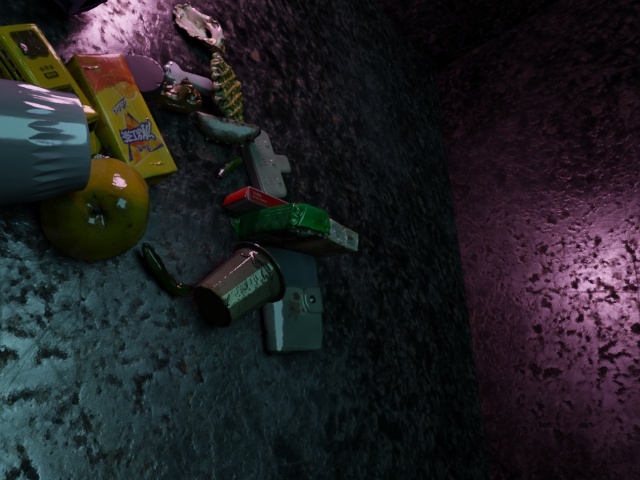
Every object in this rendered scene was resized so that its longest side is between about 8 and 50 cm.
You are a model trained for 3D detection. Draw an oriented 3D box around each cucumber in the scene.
[{"bbox_3d":[-0.310,-0.242,1.618,0.037,0.037,0.155,55,36,-17],"label":"cucumber"}]

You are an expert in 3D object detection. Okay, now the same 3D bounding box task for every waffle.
[{"bbox_3d":[-0.329,-0.518,1.682,0.204,0.054,0.223,46,35,-70],"label":"waffle"}]

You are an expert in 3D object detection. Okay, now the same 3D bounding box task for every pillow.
[{"bbox_3d":[-0.314,-0.366,1.634,0.241,0.051,0.093,8,82,-31],"label":"pillow"}]

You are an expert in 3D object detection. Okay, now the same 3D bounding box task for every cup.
[{"bbox_3d":[-0.652,-0.181,0.904,0.371,0.253,0.253,-9,79,-39],"label":"cup"}]

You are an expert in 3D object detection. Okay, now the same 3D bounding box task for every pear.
[{"bbox_3d":[-0.487,-0.069,1.112,0.267,0.178,0.267,-4,96,-40],"label":"pear"}]

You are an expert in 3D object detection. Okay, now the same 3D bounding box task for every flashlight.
[{"bbox_3d":[-0.435,-0.525,1.599,0.200,0.047,0.093,0,73,-55],"label":"flashlight"}]

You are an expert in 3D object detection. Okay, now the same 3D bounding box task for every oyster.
[{"bbox_3d":[-0.426,-0.748,1.717,0.209,0.072,0.133,17,64,-24],"label":"oyster"}]

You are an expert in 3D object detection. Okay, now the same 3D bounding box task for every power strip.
[{"bbox_3d":[-0.189,-0.275,1.769,0.193,0.059,0.265,-10,79,-53],"label":"power strip"}]

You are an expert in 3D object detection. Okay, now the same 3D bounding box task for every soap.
[{"bbox_3d":[-0.126,-0.045,1.560,0.218,0.273,0.098,14,72,-47],"label":"soap"}]

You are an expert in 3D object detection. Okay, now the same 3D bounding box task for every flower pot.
[{"bbox_3d":[-0.236,0.143,1.389,0.202,0.212,0.212,-43,107,-42],"label":"flower pot"}]

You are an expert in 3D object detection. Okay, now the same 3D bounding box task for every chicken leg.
[{"bbox_3d":[-0.458,-0.448,1.491,0.207,0.101,0.085,-5,64,-43],"label":"chicken leg"}]

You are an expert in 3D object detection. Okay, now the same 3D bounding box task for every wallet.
[{"bbox_3d":[-0.092,0.199,1.629,0.252,0.083,0.360,10,66,-43],"label":"wallet"}]

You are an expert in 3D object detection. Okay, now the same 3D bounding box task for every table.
[{"bbox_3d":[-0.525,-0.474,1.408,0.133,0.043,0.133,9,64,-18],"label":"table"}]

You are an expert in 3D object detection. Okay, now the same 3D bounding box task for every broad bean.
[{"bbox_3d":[-0.417,0.090,1.296,0.195,0.046,0.061,50,28,-30],"label":"broad bean"}]

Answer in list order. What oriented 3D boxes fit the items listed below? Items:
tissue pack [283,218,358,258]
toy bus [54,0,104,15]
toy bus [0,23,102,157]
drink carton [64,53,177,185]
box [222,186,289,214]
[{"bbox_3d":[0.000,0.000,1.731,0.186,0.222,0.090,24,64,-43],"label":"tissue pack"},{"bbox_3d":[-0.701,-0.813,1.237,0.440,0.249,0.209,45,41,-19],"label":"toy bus"},{"bbox_3d":[-0.641,-0.325,1.140,0.330,0.152,0.144,59,35,-12],"label":"toy bus"},{"bbox_3d":[-0.542,-0.312,1.298,0.154,0.111,0.351,-31,98,-53],"label":"drink carton"},{"bbox_3d":[-0.199,-0.111,1.618,0.229,0.123,0.050,21,60,-46],"label":"box"}]
